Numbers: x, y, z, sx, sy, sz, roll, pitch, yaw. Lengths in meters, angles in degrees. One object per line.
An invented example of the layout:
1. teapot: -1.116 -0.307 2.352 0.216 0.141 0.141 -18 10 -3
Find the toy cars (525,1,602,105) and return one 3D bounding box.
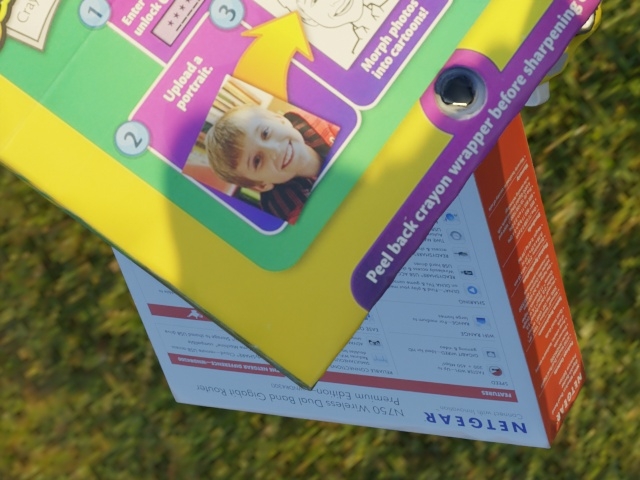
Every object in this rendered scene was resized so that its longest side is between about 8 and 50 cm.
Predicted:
1. toy cars: 0.179 -0.199 1.777 0.176 0.394 0.087 -8 109 9

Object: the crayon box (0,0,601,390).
1. crayon box: -0.026 -0.154 1.067 0.313 0.106 0.363 37 88 -3

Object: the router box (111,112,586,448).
1. router box: 0.000 0.000 1.388 0.335 0.082 0.301 5 130 30
